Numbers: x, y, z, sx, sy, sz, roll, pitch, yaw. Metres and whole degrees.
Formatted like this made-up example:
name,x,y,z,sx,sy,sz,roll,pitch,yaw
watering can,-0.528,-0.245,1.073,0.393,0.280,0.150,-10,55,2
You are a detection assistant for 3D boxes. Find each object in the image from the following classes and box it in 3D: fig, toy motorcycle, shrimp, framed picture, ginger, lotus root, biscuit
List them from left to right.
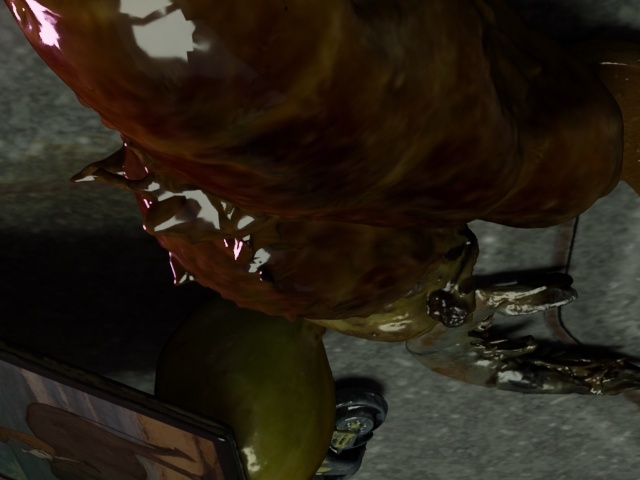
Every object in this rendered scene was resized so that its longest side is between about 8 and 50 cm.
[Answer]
name,x,y,z,sx,sy,sz,roll,pitch,yaw
framed picture,-0.199,0.117,1.189,0.347,0.016,0.265,20,155,14
ginger,-0.039,-0.081,0.838,0.254,0.176,0.418,-21,150,22
fig,-0.051,0.104,1.197,0.121,0.136,0.153,-13,138,-13
toy motorcycle,-0.039,0.162,1.376,0.193,0.061,0.124,-13,143,2
lotus root,0.000,0.000,1.073,0.191,0.094,0.108,12,116,-6
shrimp,0.162,0.066,1.253,0.195,0.035,0.148,9,146,-16
biscuit,0.196,-0.064,1.022,0.205,0.031,0.138,23,141,-37
